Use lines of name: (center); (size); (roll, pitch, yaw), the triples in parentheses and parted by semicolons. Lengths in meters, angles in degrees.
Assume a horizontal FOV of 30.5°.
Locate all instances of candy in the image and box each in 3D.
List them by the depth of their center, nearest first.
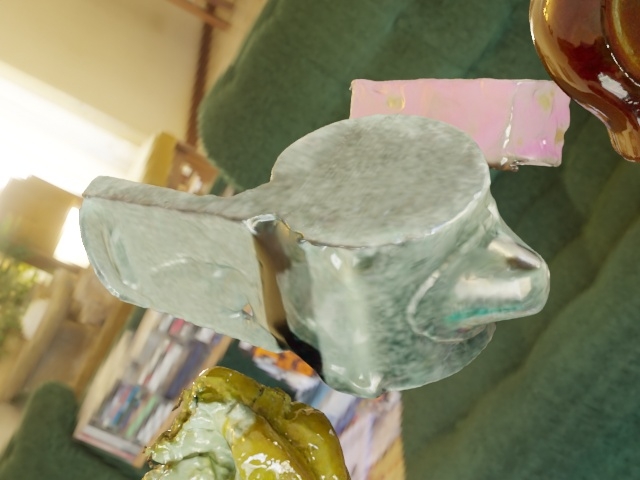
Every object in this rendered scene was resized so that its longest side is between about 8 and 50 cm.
candy: (0.178, -0.152, 1.535); (0.265, 0.155, 0.116); (6, 99, 38)

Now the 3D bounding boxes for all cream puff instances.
cream puff: (-0.064, 0.241, 1.051); (0.221, 0.194, 0.195); (-59, 17, 4)

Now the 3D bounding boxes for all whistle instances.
whistle: (-0.015, 0.020, 1.018); (0.188, 0.404, 0.168); (-93, -6, -51)

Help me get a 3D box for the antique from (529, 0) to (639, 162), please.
antique: (0.322, -0.218, 1.165); (0.129, 0.223, 0.278); (-132, 30, -81)
